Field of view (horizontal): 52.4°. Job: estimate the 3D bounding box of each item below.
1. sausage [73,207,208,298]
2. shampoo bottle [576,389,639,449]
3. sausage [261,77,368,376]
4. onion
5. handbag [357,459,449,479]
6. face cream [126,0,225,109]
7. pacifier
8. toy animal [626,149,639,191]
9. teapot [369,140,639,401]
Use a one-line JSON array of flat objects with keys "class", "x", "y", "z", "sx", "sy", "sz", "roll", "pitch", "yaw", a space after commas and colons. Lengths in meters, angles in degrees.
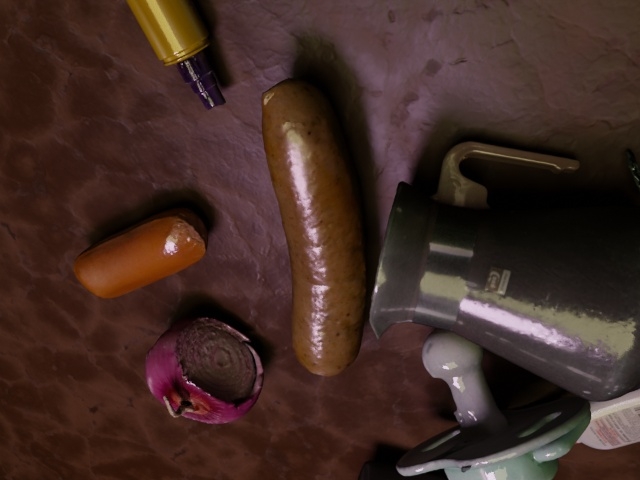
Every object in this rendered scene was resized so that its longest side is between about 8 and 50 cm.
[{"class": "sausage", "x": -0.303, "y": 0.024, "z": 1.098, "sx": 0.275, "sy": 0.105, "sz": 0.105, "roll": -22, "pitch": 114, "yaw": 28}, {"class": "shampoo bottle", "x": 0.473, "y": 0.299, "z": 1.074, "sx": 0.221, "sy": 0.051, "sz": 0.108, "roll": -30, "pitch": 111, "yaw": 32}, {"class": "sausage", "x": 0.003, "y": -0.001, "z": 0.968, "sx": 0.136, "sy": 0.123, "sz": 0.500, "roll": -15, "pitch": 124, "yaw": -14}, {"class": "onion", "x": -0.217, "y": 0.243, "z": 1.185, "sx": 0.208, "sy": 0.200, "sz": 0.200, "roll": 9, "pitch": 133, "yaw": -29}, {"class": "handbag", "x": 0.199, "y": 0.551, "z": 1.297, "sx": 0.286, "sy": 0.113, "sz": 0.256, "roll": 11, "pitch": 132, "yaw": 1}, {"class": "face cream", "x": -0.203, "y": -0.298, "z": 0.859, "sx": 0.078, "sy": 0.078, "sz": 0.273, "roll": -14, "pitch": 118, "yaw": 25}, {"class": "pacifier", "x": 0.257, "y": 0.258, "z": 1.039, "sx": 0.343, "sy": 0.288, "sz": 0.269, "roll": -31, "pitch": 77, "yaw": 52}, {"class": "toy animal", "x": 0.484, "y": -0.015, "z": 0.835, "sx": 0.253, "sy": 0.079, "sz": 0.070, "roll": 31, "pitch": 113, "yaw": -6}, {"class": "teapot", "x": 0.254, "y": 0.030, "z": 0.847, "sx": 0.344, "sy": 0.253, "sz": 0.299, "roll": 12, "pitch": 81, "yaw": 7}]
